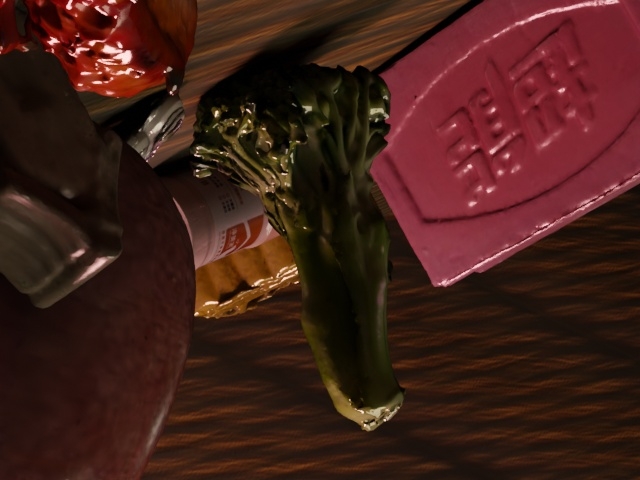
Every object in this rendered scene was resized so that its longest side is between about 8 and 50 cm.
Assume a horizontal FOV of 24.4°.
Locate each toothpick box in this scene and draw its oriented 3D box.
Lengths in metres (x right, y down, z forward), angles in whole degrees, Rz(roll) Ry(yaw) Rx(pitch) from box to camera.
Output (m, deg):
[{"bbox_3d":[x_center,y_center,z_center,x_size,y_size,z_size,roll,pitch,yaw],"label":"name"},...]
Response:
[{"bbox_3d":[-0.107,-0.028,1.410,0.149,0.098,0.098,-24,173,-46],"label":"toothpick box"}]

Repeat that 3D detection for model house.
[{"bbox_3d":[-0.182,-0.022,0.610,0.229,0.188,0.122,-26,-170,-37],"label":"model house"}]

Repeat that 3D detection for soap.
[{"bbox_3d":[0.214,-0.132,1.450,0.359,0.233,0.128,-32,173,35],"label":"soap"}]

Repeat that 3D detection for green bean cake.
[{"bbox_3d":[-0.052,-0.008,1.806,0.230,0.131,0.224,-28,174,22],"label":"green bean cake"}]

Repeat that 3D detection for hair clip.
[{"bbox_3d":[-0.174,-0.052,1.117,0.172,0.049,0.116,-37,-170,-10],"label":"hair clip"}]

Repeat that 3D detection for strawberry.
[{"bbox_3d":[-0.090,-0.128,0.544,0.082,0.121,0.188,4,161,8],"label":"strawberry"}]

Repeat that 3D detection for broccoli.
[{"bbox_3d":[0.000,0.002,1.176,0.165,0.304,0.145,-3,158,-43],"label":"broccoli"}]

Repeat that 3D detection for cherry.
[{"bbox_3d":[-0.194,0.060,0.785,0.261,0.307,0.221,-21,143,22],"label":"cherry"}]
